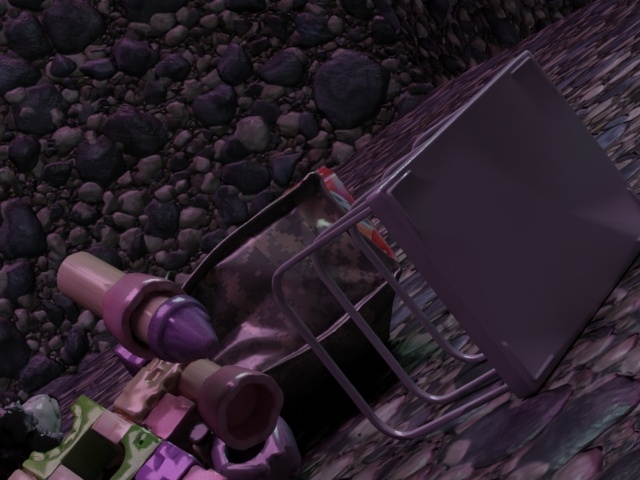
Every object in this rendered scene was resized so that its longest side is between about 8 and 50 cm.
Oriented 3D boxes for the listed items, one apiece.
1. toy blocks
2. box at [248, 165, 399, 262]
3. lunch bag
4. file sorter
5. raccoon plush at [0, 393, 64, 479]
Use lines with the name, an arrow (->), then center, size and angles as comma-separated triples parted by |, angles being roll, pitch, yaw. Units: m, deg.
toy blocks -> -0.130, 0.216, 1.322 | 0.260, 0.309, 0.288 | 23, 67, 45
box -> 0.000, 0.000, 2.276 | 0.142, 0.154, 0.300 | -36, 5, 0
lunch bag -> -0.075, 0.101, 1.642 | 0.287, 0.169, 0.235 | -39, -15, -13
file sorter -> 0.118, 0.010, 1.366 | 0.173, 0.193, 0.277 | -34, 6, 42
raccoon plush -> -0.478, 0.363, 2.062 | 0.446, 0.216, 0.299 | -39, -1, -21
